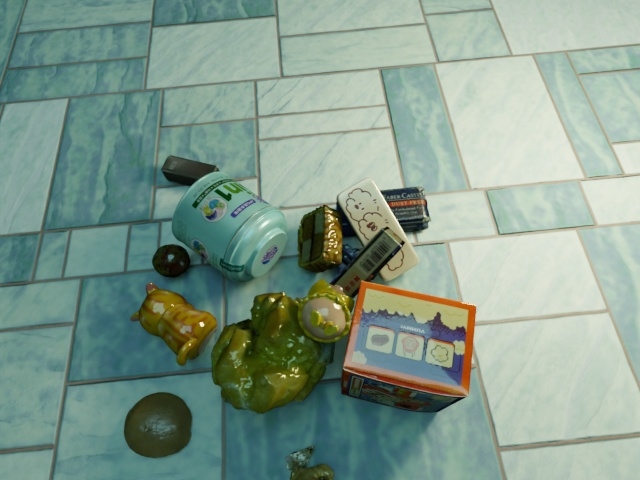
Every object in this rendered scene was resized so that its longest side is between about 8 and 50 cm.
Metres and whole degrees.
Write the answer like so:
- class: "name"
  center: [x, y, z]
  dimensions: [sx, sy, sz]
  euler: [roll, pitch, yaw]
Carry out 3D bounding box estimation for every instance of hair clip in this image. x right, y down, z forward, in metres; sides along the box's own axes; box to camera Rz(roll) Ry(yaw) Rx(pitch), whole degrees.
- class: "hair clip"
  center: [0.107, 0.079, 1.570]
  dimensions: [0.195, 0.052, 0.124]
  euler: [33, 63, 22]

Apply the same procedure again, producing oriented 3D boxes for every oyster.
- class: "oyster"
  center: [-0.056, 0.634, 1.308]
  dimensions: [0.093, 0.034, 0.051]
  euler: [-20, 48, 4]

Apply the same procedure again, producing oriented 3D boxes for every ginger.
- class: "ginger"
  center: [-0.031, 0.727, 1.222]
  dimensions: [0.157, 0.102, 0.216]
  euler: [10, 58, -20]

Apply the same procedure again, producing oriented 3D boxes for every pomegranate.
- class: "pomegranate"
  center: [-0.516, 0.064, 1.560]
  dimensions: [0.130, 0.130, 0.131]
  euler: [-1, 63, 2]

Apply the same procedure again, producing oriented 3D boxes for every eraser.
- class: "eraser"
  center: [0.225, -0.105, 1.627]
  dimensions: [0.331, 0.102, 0.155]
  euler: [-5, 64, -1]

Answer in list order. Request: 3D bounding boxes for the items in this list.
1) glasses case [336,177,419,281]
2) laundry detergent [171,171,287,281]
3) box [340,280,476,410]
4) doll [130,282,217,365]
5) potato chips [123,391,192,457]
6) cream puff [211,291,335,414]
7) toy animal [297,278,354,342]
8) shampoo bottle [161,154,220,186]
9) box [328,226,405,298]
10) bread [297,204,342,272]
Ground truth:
- class: "glasses case"
  center: [0.190, -0.037, 1.516]
  dimensions: [0.143, 0.076, 0.337]
  euler: [-31, 88, -1]
- class: "laundry detergent"
  center: [-0.284, -0.033, 1.507]
  dimensions: [0.305, 0.287, 0.287]
  euler: [34, 69, 17]
- class: "box"
  center: [0.232, 0.319, 1.278]
  dimensions: [0.318, 0.349, 0.257]
  euler: [11, 64, 6]
- class: "doll"
  center: [-0.460, 0.265, 1.439]
  dimensions: [0.269, 0.162, 0.167]
  euler: [27, 82, 26]
- class: "potato chips"
  center: [-0.490, 0.552, 1.348]
  dimensions: [0.208, 0.062, 0.195]
  euler: [36, 68, 20]
- class: "cream puff"
  center: [-0.147, 0.297, 1.298]
  dimensions: [0.377, 0.378, 0.276]
  euler: [-13, 100, -4]
- class: "toy animal"
  center: [0.016, 0.191, 1.195]
  dimensions: [0.155, 0.230, 0.156]
  euler: [0, 94, 7]
- class: "shampoo bottle"
  center: [-0.482, -0.256, 1.739]
  dimensions: [0.245, 0.079, 0.080]
  euler: [14, 66, 9]
- class: "box"
  center: [0.123, 0.095, 1.386]
  dimensions: [0.084, 0.198, 0.310]
  euler: [44, 101, 7]
- class: "bread"
  center: [0.000, 0.000, 1.548]
  dimensions: [0.095, 0.181, 0.223]
  euler: [18, 61, -31]
